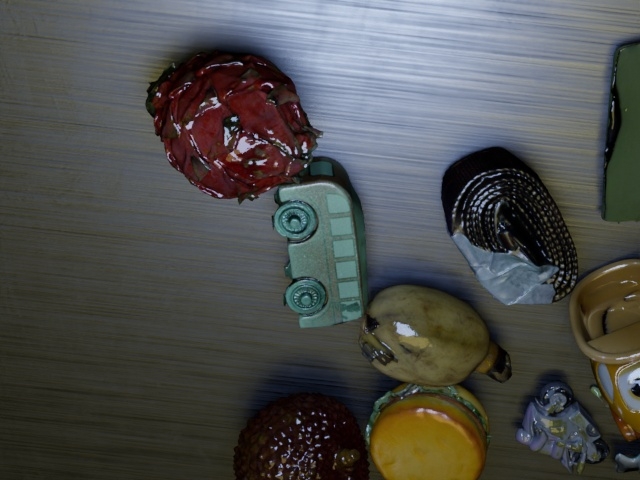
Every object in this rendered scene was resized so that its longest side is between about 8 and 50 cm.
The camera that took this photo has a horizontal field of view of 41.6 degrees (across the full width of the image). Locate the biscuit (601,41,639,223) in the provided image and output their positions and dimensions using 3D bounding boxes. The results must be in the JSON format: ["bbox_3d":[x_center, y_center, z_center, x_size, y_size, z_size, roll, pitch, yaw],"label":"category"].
[{"bbox_3d":[0.525,-0.178,1.417,0.099,0.038,0.322,-5,116,2],"label":"biscuit"}]

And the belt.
[{"bbox_3d":[0.327,-0.012,1.445,0.184,0.164,0.289,-33,111,9],"label":"belt"}]

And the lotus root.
[{"bbox_3d":[0.219,0.186,1.553,0.310,0.182,0.182,17,117,-10],"label":"lotus root"}]

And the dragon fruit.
[{"bbox_3d":[-0.136,-0.174,1.329,0.299,0.244,0.244,36,121,28],"label":"dragon fruit"}]

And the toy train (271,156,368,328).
[{"bbox_3d":[0.000,0.000,1.490,0.159,0.129,0.326,-8,116,1],"label":"toy train"}]

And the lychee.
[{"bbox_3d":[-0.036,0.436,1.641,0.304,0.275,0.275,-21,118,46],"label":"lychee"}]

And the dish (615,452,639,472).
[{"bbox_3d":[0.721,0.462,1.679,0.246,0.078,0.224,-10,140,11],"label":"dish"}]

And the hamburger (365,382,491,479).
[{"bbox_3d":[0.213,0.370,1.646,0.246,0.170,0.246,7,116,14],"label":"hamburger"}]

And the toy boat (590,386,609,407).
[{"bbox_3d":[0.683,0.327,1.642,0.293,0.099,0.108,-2,143,4],"label":"toy boat"}]

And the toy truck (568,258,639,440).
[{"bbox_3d":[0.574,0.195,1.489,0.204,0.288,0.211,-26,125,17],"label":"toy truck"}]

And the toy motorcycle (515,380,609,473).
[{"bbox_3d":[0.473,0.385,1.694,0.152,0.073,0.225,-30,111,19],"label":"toy motorcycle"}]
